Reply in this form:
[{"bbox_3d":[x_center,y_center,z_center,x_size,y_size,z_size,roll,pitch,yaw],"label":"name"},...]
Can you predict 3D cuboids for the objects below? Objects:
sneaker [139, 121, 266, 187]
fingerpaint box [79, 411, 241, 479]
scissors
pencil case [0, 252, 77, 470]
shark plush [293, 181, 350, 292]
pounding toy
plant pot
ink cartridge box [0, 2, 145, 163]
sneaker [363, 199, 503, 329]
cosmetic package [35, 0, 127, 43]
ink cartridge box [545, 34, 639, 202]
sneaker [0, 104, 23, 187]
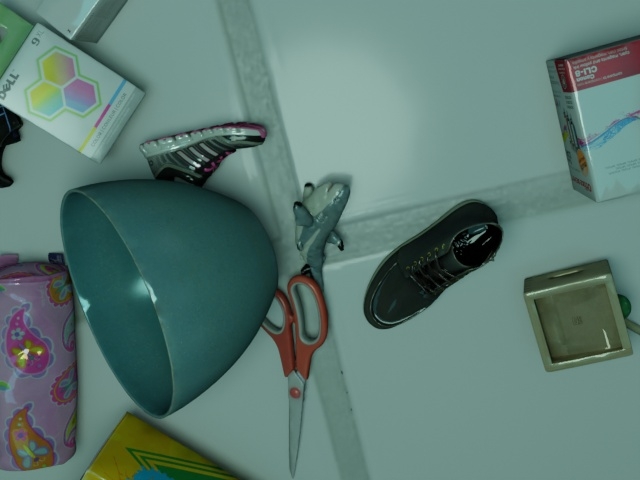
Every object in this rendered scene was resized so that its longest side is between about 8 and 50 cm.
[{"bbox_3d":[-0.147,-0.108,1.115,0.170,0.063,0.075,-11,100,10],"label":"sneaker"},{"bbox_3d":[-0.232,0.520,1.177,0.371,0.163,0.445,32,108,-3],"label":"fingerpaint box"},{"bbox_3d":[-0.025,0.192,1.174,0.109,0.021,0.297,-6,101,21],"label":"scissors"},{"bbox_3d":[-0.393,0.164,1.159,0.124,0.124,0.284,0,100,3],"label":"pencil case"},{"bbox_3d":[0.000,0.000,1.120,0.067,0.073,0.161,8,105,9],"label":"shark plush"},{"bbox_3d":[0.351,0.099,1.119,0.141,0.100,0.130,-15,100,17],"label":"pounding toy"},{"bbox_3d":[-0.168,0.044,1.062,0.195,0.290,0.290,-23,101,-29],"label":"plant pot"},{"bbox_3d":[-0.337,-0.196,1.068,0.209,0.062,0.109,33,87,-20],"label":"ink cartridge box"},{"bbox_3d":[0.137,0.038,1.097,0.083,0.118,0.222,43,101,-5],"label":"sneaker"},{"bbox_3d":[-0.244,-0.356,1.052,0.060,0.099,0.239,38,100,-5],"label":"cosmetic package"},{"bbox_3d":[0.363,-0.149,1.041,0.127,0.128,0.176,-15,100,6],"label":"ink cartridge box"},{"bbox_3d":[-0.430,-0.180,1.115,0.090,0.081,0.232,9,102,-13],"label":"sneaker"}]
